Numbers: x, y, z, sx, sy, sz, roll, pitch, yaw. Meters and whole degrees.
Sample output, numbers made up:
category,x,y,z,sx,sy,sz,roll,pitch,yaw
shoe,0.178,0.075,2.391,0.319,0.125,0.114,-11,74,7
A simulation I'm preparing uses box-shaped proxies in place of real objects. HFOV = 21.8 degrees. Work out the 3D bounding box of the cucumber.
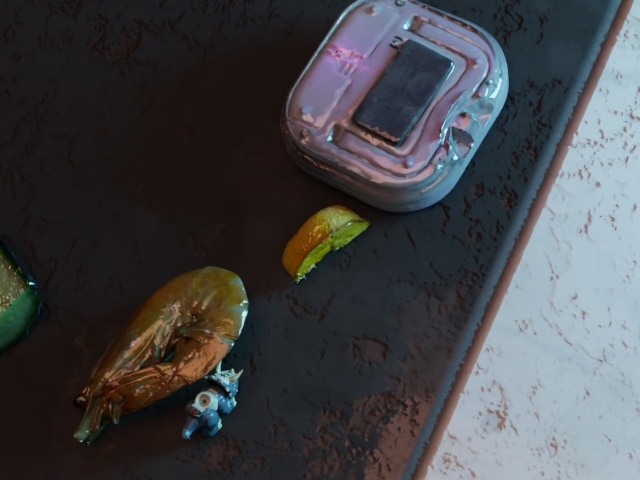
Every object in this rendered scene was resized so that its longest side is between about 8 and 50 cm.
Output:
category,x,y,z,sx,sy,sz,roll,pitch,yaw
cucumber,-0.339,0.053,1.626,0.116,0.062,0.115,-43,62,0

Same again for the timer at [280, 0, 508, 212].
category,x,y,z,sx,sy,sz,roll,pitch,yaw
timer,0.071,-0.139,1.618,0.191,0.069,0.208,26,72,19

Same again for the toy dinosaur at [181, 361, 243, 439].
category,x,y,z,sx,sy,sz,roll,pitch,yaw
toy dinosaur,-0.103,0.151,1.533,0.030,0.047,0.083,28,73,21

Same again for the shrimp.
category,x,y,z,sx,sy,sz,roll,pitch,yaw
shrimp,-0.153,0.110,1.552,0.217,0.051,0.115,-45,40,-7

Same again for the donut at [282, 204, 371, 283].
category,x,y,z,sx,sy,sz,roll,pitch,yaw
donut,0.000,0.000,1.591,0.038,0.067,0.083,47,114,20
